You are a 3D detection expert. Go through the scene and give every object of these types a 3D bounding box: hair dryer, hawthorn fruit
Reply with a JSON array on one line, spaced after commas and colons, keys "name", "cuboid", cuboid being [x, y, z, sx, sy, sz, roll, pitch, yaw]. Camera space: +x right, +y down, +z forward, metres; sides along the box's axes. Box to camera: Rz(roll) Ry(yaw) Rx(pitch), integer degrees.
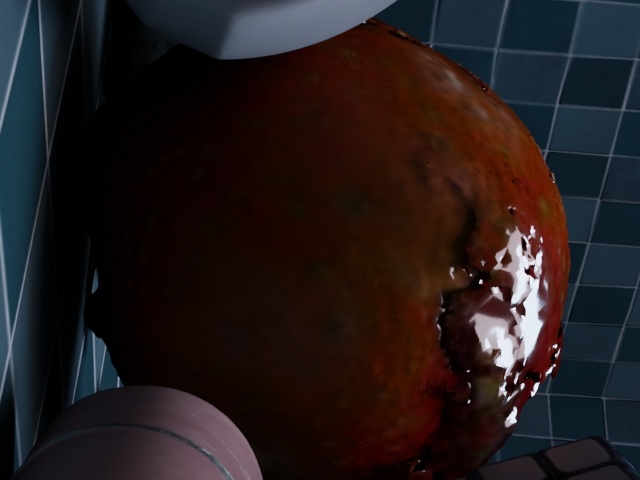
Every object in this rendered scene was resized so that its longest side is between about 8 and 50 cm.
[{"name": "hair dryer", "cuboid": [-0.112, 0.257, 0.817, 0.210, 0.125, 0.353, -88, -171, -81]}, {"name": "hawthorn fruit", "cuboid": [-0.006, 0.005, 1.056, 0.316, 0.315, 0.316, -176, -90, -89]}]

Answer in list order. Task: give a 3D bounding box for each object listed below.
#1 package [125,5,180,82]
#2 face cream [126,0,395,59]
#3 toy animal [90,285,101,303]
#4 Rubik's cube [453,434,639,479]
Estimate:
[{"name": "package", "cuboid": [-0.114, -0.190, 1.271, 0.251, 0.062, 0.204, -165, -101, -76]}, {"name": "face cream", "cuboid": [-0.007, -0.250, 0.921, 0.357, 0.219, 0.313, -87, -159, -70]}, {"name": "toy animal", "cuboid": [-0.057, -0.031, 1.238, 0.114, 0.255, 0.116, 64, -10, -19]}, {"name": "Rubik's cube", "cuboid": [0.113, 0.280, 1.025, 0.237, 0.238, 0.237, -133, -151, -67]}]
